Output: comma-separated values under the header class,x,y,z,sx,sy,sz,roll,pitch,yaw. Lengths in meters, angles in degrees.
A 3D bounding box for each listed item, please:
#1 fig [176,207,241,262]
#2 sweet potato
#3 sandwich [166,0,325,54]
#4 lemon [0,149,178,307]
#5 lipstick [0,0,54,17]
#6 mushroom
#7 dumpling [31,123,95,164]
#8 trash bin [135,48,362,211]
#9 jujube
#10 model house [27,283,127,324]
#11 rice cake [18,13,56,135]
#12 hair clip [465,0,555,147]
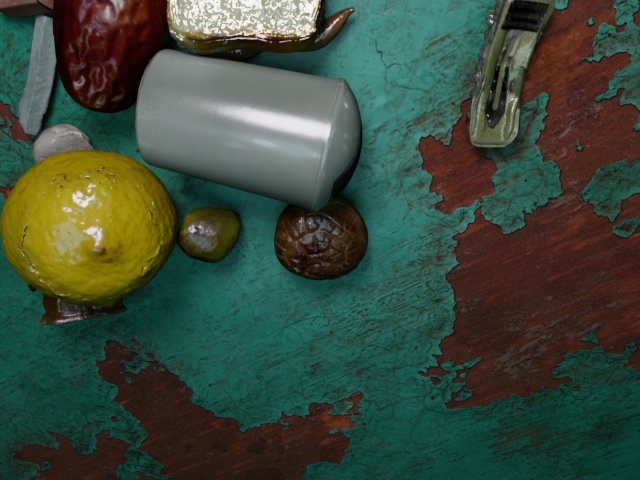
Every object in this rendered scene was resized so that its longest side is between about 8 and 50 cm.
class,x,y,z,sx,sy,sz,roll,pitch,yaw
fig,-0.280,-0.017,1.134,0.166,0.144,0.154,-23,120,-2
sweet potato,-0.063,-0.430,0.945,0.281,0.059,0.067,-7,97,4
sandwich,-0.141,-0.497,0.844,0.301,0.099,0.271,-1,101,-2
lemon,-0.505,-0.036,1.001,0.350,0.387,0.350,-11,115,-24
lipstick,-0.602,-0.491,0.911,0.145,0.045,0.045,7,89,24
mushroom,0.000,0.000,1.121,0.253,0.153,0.253,0,130,0
dumpling,-0.605,-0.206,1.071,0.176,0.092,0.150,-35,132,13
trash bin,-0.127,-0.229,0.938,0.432,0.280,0.280,13,118,-1
jujube,-0.419,-0.414,0.886,0.223,0.223,0.318,26,128,-11
model house,-0.663,0.106,1.213,0.220,0.199,0.229,-6,94,-37
rice cake,-0.637,-0.381,1.008,0.081,0.051,0.290,40,117,21
hair clip,0.381,-0.361,0.944,0.138,0.091,0.321,0,119,-11
